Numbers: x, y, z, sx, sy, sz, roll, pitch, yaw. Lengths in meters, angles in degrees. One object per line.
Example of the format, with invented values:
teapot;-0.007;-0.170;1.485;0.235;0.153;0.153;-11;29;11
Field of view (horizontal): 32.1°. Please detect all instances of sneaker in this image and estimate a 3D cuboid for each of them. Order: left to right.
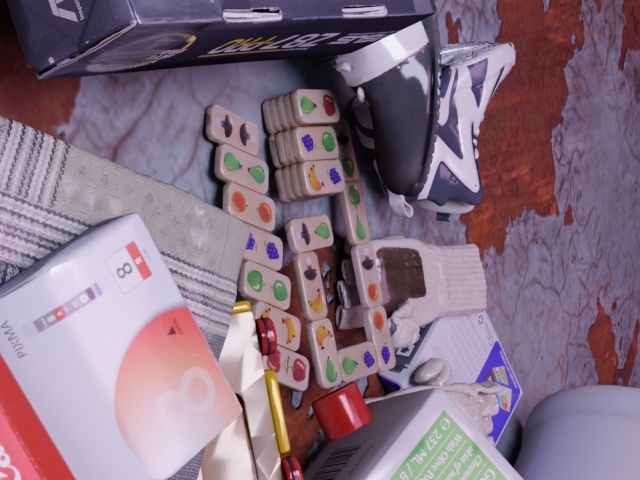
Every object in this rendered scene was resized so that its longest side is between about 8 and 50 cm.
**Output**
sneaker;0.022;-0.196;0.930;0.122;0.146;0.331;-126;-151;-80
sneaker;0.128;-0.103;1.118;0.235;0.094;0.153;-40;125;-48

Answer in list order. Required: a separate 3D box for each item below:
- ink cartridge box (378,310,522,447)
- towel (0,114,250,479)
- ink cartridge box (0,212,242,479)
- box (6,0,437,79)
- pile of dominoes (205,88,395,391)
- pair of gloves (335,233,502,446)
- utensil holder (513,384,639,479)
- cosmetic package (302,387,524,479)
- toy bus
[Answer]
ink cartridge box;0.131;0.173;1.179;0.208;0.045;0.206;-57;134;-33
towel;-0.196;0.086;0.642;0.324;0.056;0.312;23;70;-38
ink cartridge box;-0.142;0.088;0.626;0.179;0.045;0.145;-40;112;-41
box;-0.091;-0.307;0.689;0.318;0.097;0.395;-20;92;-56
pile of dominoes;0.000;0.000;0.935;0.196;0.040;0.251;-10;88;-55
pair of gloves;0.099;0.111;1.073;0.204;0.042;0.240;6;76;-37
utensil holder;0.326;0.413;1.242;0.386;0.327;0.328;-60;138;-32
cosmetic package;0.127;0.323;0.923;0.365;0.155;0.197;46;62;-7
toy bus;-0.082;0.125;0.805;0.191;0.104;0.202;37;72;-7
